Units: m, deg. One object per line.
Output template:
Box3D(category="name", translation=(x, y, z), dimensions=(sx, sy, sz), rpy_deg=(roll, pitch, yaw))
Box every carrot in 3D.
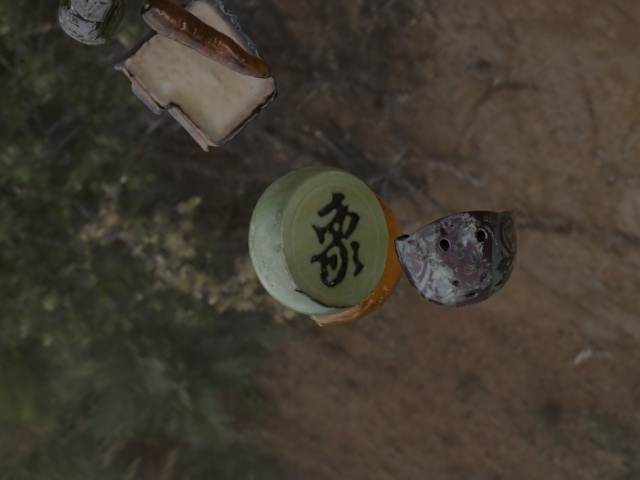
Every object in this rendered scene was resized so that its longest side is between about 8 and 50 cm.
Box3D(category="carrot", translation=(-0.114, -0.203, 1.512), dimensions=(0.165, 0.035, 0.036), rpy_deg=(26, 164, -32))

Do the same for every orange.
Box3D(category="orange", translation=(0.020, 0.018, 2.386), dimensions=(0.240, 0.240, 0.240), rpy_deg=(32, 152, 19))

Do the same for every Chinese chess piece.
Box3D(category="Chinese chess piece", translation=(0.000, 0.000, 1.404), dimensions=(0.058, 0.144, 0.144), rpy_deg=(-4, 128, 50))

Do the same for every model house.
Box3D(category="model house", translation=(-0.173, -0.228, 2.071), dimensions=(0.183, 0.166, 0.172), rpy_deg=(48, 170, -11))

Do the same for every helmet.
Box3D(category="helmet", translation=(0.175, 0.028, 1.833), dimensions=(0.177, 0.153, 0.107), rpy_deg=(69, -171, -83))

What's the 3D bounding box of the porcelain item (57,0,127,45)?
Box3D(category="porcelain item", translation=(-0.224, -0.254, 1.481), dimensions=(0.069, 0.081, 0.216), rpy_deg=(27, 171, -10))
